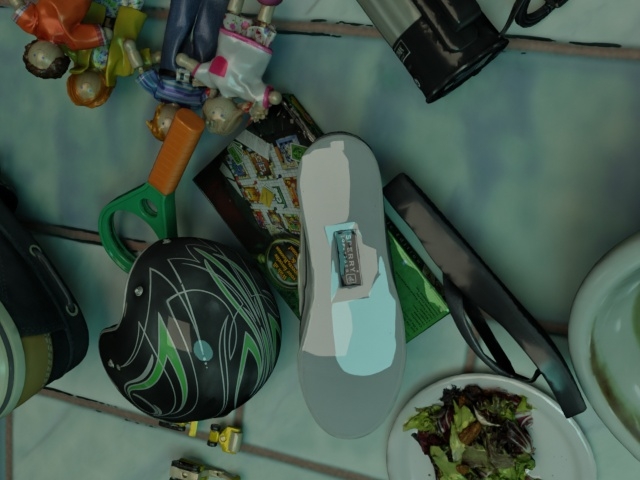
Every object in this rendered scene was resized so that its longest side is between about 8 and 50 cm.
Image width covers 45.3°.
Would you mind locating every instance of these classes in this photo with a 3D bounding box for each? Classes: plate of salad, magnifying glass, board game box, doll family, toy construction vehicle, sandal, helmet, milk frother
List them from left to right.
[{"bbox_3d":[-0.163,-0.041,0.758,0.092,0.026,0.231,39,136,3],"label":"magnifying glass"},{"bbox_3d":[-0.158,-0.182,0.740,0.263,0.118,0.163,18,101,-3],"label":"doll family"},{"bbox_3d":[-0.118,0.084,0.738,0.169,0.169,0.161,47,128,6],"label":"helmet"},{"bbox_3d":[-0.130,0.226,0.843,0.098,0.035,0.086,8,93,16],"label":"toy construction vehicle"},{"bbox_3d":[0.000,0.000,0.749,0.136,0.030,0.260,-38,86,20],"label":"board game box"},{"bbox_3d":[0.115,-0.214,0.637,0.143,0.129,0.135,-34,88,-20],"label":"milk frother"},{"bbox_3d":[0.136,0.052,0.676,0.054,0.097,0.254,-42,74,11],"label":"sandal"},{"bbox_3d":[0.156,0.224,0.726,0.199,0.048,0.200,4,103,20],"label":"plate of salad"}]

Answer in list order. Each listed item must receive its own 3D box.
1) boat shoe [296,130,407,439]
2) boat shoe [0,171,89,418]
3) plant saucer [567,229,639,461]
[{"bbox_3d":[0.021,0.038,0.685,0.096,0.088,0.268,-8,98,4],"label":"boat shoe"},{"bbox_3d":[-0.431,-0.019,0.842,0.500,0.156,0.187,46,117,19],"label":"boat shoe"},{"bbox_3d":[0.378,0.102,0.525,0.400,0.100,0.400,29,149,19],"label":"plant saucer"}]
